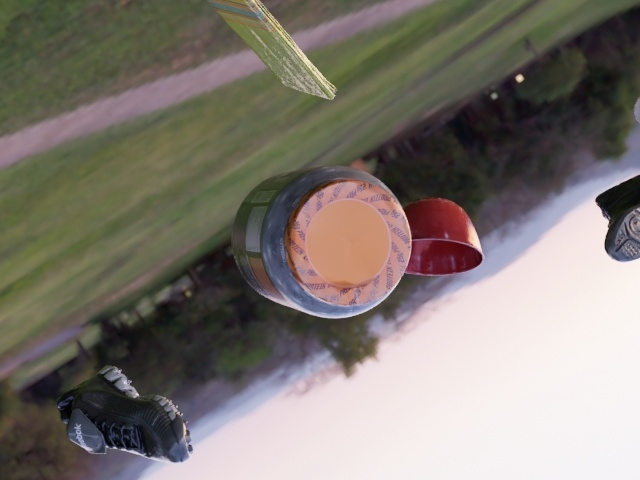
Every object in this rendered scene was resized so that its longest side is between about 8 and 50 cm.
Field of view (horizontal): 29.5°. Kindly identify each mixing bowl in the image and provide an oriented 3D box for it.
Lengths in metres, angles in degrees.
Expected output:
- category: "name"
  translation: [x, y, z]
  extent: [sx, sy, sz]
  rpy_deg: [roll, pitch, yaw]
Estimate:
- category: "mixing bowl"
  translation: [0.192, -0.014, 2.110]
  extent: [0.182, 0.098, 0.181]
  rpy_deg: [2, 159, 1]

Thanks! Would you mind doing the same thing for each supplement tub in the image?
- category: "supplement tub"
  translation: [0.000, 0.000, 1.595]
  extent: [0.194, 0.193, 0.316]
  rpy_deg: [-33, -171, -11]

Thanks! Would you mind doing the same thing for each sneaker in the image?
- category: "sneaker"
  translation: [-0.237, 0.219, 1.425]
  extent: [0.106, 0.078, 0.234]
  rpy_deg: [-22, -155, -30]
- category: "sneaker"
  translation: [0.521, -0.032, 2.085]
  extent: [0.130, 0.087, 0.227]
  rpy_deg: [-30, -159, 50]

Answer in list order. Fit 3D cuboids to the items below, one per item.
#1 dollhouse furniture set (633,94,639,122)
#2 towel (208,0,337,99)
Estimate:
- category: "dollhouse furniture set"
  translation: [0.493, -0.122, 1.294]
  extent: [0.303, 0.355, 0.173]
  rpy_deg: [-21, -151, 6]
- category: "towel"
  translation: [-0.071, -0.258, 1.519]
  extent: [0.021, 0.102, 0.237]
  rpy_deg: [-57, 138, -11]
